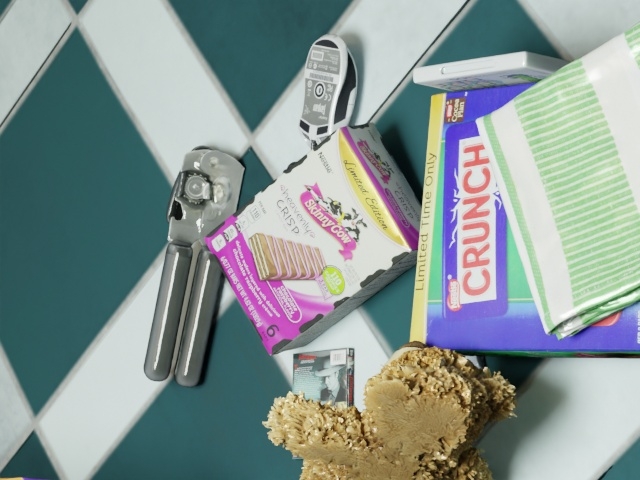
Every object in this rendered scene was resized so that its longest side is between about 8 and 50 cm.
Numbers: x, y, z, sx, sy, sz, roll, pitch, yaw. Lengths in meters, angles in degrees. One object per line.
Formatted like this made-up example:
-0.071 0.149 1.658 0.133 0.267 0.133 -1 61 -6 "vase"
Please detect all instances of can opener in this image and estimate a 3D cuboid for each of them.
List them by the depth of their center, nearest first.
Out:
-0.154 0.028 2.373 0.095 0.076 0.284 -163 84 -77 "can opener"

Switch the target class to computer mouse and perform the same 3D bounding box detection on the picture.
0.011 -0.135 2.249 0.106 0.042 0.193 19 101 49 "computer mouse"

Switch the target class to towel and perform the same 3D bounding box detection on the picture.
0.302 -0.082 1.793 0.324 0.038 0.248 -31 63 31 "towel"

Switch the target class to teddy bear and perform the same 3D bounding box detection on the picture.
0.065 0.217 1.998 0.113 0.245 0.338 -78 -7 -47 "teddy bear"

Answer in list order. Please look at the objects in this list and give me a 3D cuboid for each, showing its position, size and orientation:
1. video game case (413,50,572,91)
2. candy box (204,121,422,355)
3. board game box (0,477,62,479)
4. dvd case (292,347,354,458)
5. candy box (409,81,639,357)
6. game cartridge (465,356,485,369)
0.196 -0.161 1.988 0.143 0.157 0.019 -5 82 44 "video game case"
0.000 0.000 2.183 0.233 0.071 0.159 -38 76 33 "candy box"
-0.307 0.453 2.224 0.356 0.356 0.356 -8 76 43 "board game box"
0.003 0.181 2.215 0.087 0.013 0.120 -10 77 43 "dvd case"
0.248 -0.019 1.937 0.317 0.122 0.268 -3 79 44 "candy box"
0.141 0.105 2.094 0.056 0.017 0.083 -32 61 40 "game cartridge"
